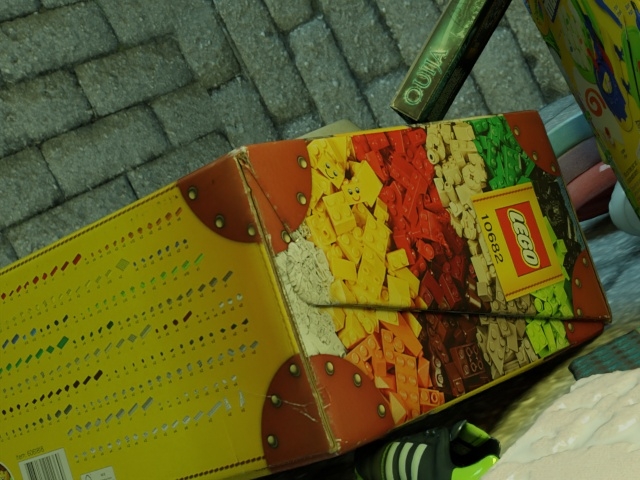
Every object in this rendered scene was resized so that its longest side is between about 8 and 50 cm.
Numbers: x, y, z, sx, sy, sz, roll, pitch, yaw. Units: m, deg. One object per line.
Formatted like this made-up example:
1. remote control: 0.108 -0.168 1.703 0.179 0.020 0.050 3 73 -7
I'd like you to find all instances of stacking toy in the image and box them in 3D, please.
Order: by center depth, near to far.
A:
1. stacking toy: 0.364 -0.157 1.289 0.279 0.130 0.309 -23 -16 -13

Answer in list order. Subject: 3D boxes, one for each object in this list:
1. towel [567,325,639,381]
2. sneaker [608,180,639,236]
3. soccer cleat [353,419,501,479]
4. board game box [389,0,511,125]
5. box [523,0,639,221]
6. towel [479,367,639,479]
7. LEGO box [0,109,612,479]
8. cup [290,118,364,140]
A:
1. towel: 0.330 0.031 0.688 0.370 0.040 0.271 -28 4 7
2. sneaker: 0.381 -0.069 1.119 0.232 0.090 0.115 -27 9 8
3. soccer cleat: 0.069 0.137 0.705 0.072 0.060 0.179 -61 15 -4
4. board game box: 0.114 -0.168 0.898 0.186 0.026 0.126 -60 -9 4
5. box: 0.284 -0.132 0.825 0.177 0.279 0.290 -27 -8 2
6. towel: 0.138 0.128 0.417 0.317 0.053 0.332 -36 13 -35
7. LEGO box: -0.084 0.080 0.974 0.500 0.193 0.372 -22 -6 38
8. cup: 0.000 0.000 1.371 0.331 0.237 0.331 -22 5 2
